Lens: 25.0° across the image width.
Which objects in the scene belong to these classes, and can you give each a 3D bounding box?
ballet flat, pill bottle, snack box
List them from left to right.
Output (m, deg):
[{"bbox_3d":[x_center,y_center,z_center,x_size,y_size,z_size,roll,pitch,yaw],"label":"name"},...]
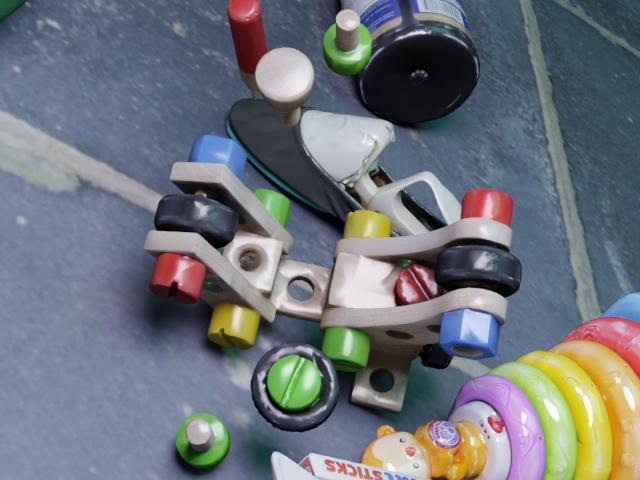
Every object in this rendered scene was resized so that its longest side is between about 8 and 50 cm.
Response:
[{"bbox_3d":[0.049,-0.046,1.242,0.280,0.096,0.095,42,33,-4],"label":"ballet flat"},{"bbox_3d":[0.046,0.188,1.006,0.178,0.064,0.022,18,39,-34],"label":"snack box"},{"bbox_3d":[0.083,-0.232,1.465,0.123,0.123,0.219,23,38,-30],"label":"pill bottle"}]

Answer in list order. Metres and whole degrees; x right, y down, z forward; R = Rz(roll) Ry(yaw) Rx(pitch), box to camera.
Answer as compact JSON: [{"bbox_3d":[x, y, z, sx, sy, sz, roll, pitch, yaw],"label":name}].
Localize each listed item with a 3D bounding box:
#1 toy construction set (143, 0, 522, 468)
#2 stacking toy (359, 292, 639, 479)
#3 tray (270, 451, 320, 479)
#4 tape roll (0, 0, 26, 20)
[{"bbox_3d":[0.000,0.000,1.067,0.237,0.257,0.309,86,-9,-73],"label":"toy construction set"},{"bbox_3d":[0.158,0.152,1.121,0.302,0.166,0.175,-5,56,-32],"label":"stacking toy"},{"bbox_3d":[0.062,0.251,0.925,0.270,0.030,0.145,39,17,-32],"label":"tray"},{"bbox_3d":[-0.324,-0.293,1.025,0.321,0.077,0.321,12,61,-23],"label":"tape roll"}]
